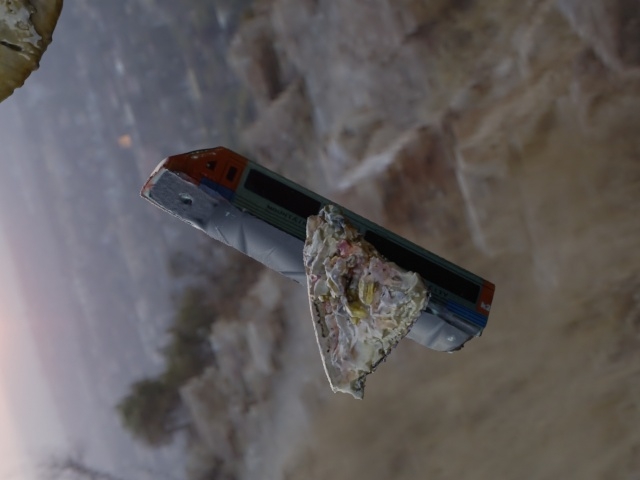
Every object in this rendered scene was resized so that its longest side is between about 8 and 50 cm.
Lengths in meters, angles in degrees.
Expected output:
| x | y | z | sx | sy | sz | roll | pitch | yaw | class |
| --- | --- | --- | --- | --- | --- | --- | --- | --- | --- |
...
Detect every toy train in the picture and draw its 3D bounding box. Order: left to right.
| x | y | z | sx | sy | sz | roll | pitch | yaw | class |
| --- | --- | --- | --- | --- | --- | --- | --- | --- | --- |
| 0.000 | 0.000 | 1.830 | 0.086 | 0.409 | 0.089 | -47 | 18 | 56 | toy train |

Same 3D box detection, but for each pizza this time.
| x | y | z | sx | sy | sz | roll | pitch | yaw | class |
| --- | --- | --- | --- | --- | --- | --- | --- | --- | --- |
| 0.036 | 0.054 | 1.471 | 0.195 | 0.052 | 0.185 | -12 | 88 | 63 | pizza |

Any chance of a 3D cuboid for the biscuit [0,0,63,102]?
| x | y | z | sx | sy | sz | roll | pitch | yaw | class |
| --- | --- | --- | --- | --- | --- | --- | --- | --- | --- |
| -0.268 | -0.181 | 1.058 | 0.033 | 0.220 | 0.219 | 150 | 101 | -78 | biscuit |
